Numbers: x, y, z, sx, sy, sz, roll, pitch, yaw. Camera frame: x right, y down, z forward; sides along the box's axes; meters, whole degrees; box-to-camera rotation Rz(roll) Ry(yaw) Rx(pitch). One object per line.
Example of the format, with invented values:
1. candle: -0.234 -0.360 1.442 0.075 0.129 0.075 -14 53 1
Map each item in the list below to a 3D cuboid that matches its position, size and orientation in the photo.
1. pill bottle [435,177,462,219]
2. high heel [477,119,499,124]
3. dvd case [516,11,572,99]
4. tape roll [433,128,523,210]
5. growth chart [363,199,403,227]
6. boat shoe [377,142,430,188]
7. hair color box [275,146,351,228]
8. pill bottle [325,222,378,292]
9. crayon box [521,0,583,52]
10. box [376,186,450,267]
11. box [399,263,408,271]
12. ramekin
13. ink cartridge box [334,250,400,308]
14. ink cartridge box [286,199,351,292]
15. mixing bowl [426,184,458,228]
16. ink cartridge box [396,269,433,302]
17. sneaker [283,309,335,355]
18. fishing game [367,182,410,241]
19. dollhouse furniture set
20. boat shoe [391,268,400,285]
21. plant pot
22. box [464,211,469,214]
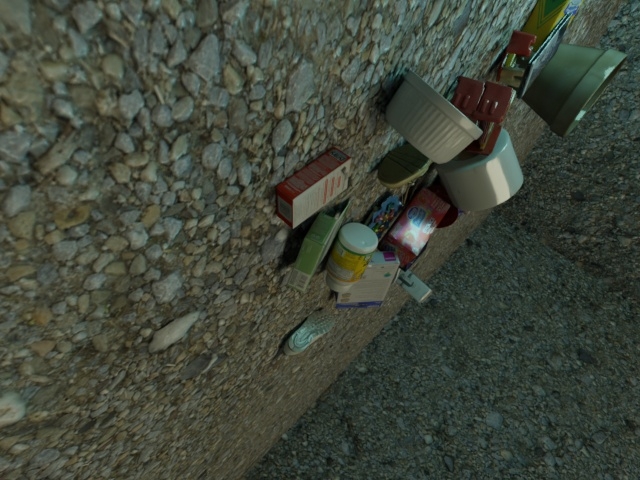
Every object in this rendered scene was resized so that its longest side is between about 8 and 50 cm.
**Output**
1. pill bottle: 0.540 -0.210 1.659 0.153 0.153 0.264 -31 151 -41
2. high heel: 0.466 -0.334 1.349 0.244 0.117 0.082 -46 159 -11
3. dvd case: 0.706 -0.579 1.312 0.221 0.018 0.164 -50 158 -8
4. tape roll: 0.525 -0.240 1.384 0.246 0.246 0.169 -44 121 -16
5. growth chart: 0.197 -0.069 1.390 0.237 0.021 0.171 -15 139 -58
6. boat shoe: 0.258 -0.217 1.145 0.285 0.105 0.089 -40 154 -27
7. hair color box: -0.014 -0.109 0.851 0.167 0.053 0.093 -38 155 -26
8. pill bottle: 0.083 0.058 1.235 0.118 0.118 0.208 -30 151 -42
9. crayon box: 0.741 -0.723 1.303 0.203 0.083 0.322 -31 152 -41
10. box: 0.323 -0.049 1.451 0.256 0.123 0.128 -50 177 -26
11. box: 0.377 0.019 1.775 0.153 0.108 0.207 -46 158 -14
12. ramekin: 0.238 -0.261 0.906 0.109 0.207 0.207 -49 161 24
13. ink cartridge box: 0.153 0.148 1.476 0.186 0.065 0.311 -3 142 -8
14. ink cartridge box: 0.000 0.000 1.065 0.235 0.056 0.171 -61 175 -50
15. mixing bowl: 0.442 -0.144 1.585 0.181 0.182 0.098 102 12 -51
16. ink cartridge box: 0.455 0.212 2.102 0.092 0.218 0.159 -47 159 7
17. sneaker: -0.043 0.337 1.521 0.235 0.090 0.094 -28 163 -37
18. fishing game: 0.207 -0.061 1.339 0.264 0.041 0.189 -39 153 -30
19. dollhouse furniture set: 0.500 -0.462 1.222 0.373 0.152 0.201 -64 161 -12
20. boat shoe: 0.351 0.127 1.961 0.076 0.080 0.228 -20 137 -50
21. plant pot: 0.887 -0.590 1.542 0.323 0.280 0.323 -42 158 -22
22. box: 0.678 -0.282 1.816 0.142 0.154 0.299 -33 152 -39
